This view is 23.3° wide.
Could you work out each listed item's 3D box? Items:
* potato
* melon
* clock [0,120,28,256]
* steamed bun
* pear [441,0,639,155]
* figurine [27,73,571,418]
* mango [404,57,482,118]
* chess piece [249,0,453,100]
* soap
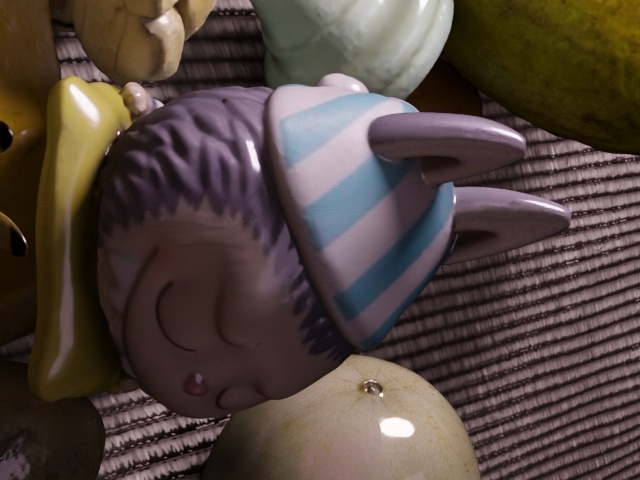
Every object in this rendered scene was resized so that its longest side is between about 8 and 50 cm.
[{"bbox_3d":[-0.273,0.175,1.178,0.235,0.160,0.178,-11,136,-49],"label":"potato"},{"bbox_3d":[0.011,0.267,1.465,0.268,0.268,0.330,-24,138,-43],"label":"melon"},{"bbox_3d":[-0.311,-0.039,1.051,0.069,0.232,0.170,-72,161,-71],"label":"clock"},{"bbox_3d":[-0.157,-0.218,1.213,0.106,0.177,0.192,-38,134,-38],"label":"steamed bun"},{"bbox_3d":[0.270,-0.264,1.532,0.352,0.413,0.352,-30,151,-19],"label":"pear"},{"bbox_3d":[0.000,0.000,1.194,0.361,0.378,0.266,-56,149,-71],"label":"figurine"},{"bbox_3d":[0.068,-0.120,1.561,0.227,0.099,0.136,-8,110,-41],"label":"mango"},{"bbox_3d":[-0.041,-0.245,1.353,0.299,0.194,0.194,36,72,-38],"label":"chess piece"},{"bbox_3d":[-0.282,-0.072,1.178,0.199,0.091,0.315,-26,119,-44],"label":"soap"}]
